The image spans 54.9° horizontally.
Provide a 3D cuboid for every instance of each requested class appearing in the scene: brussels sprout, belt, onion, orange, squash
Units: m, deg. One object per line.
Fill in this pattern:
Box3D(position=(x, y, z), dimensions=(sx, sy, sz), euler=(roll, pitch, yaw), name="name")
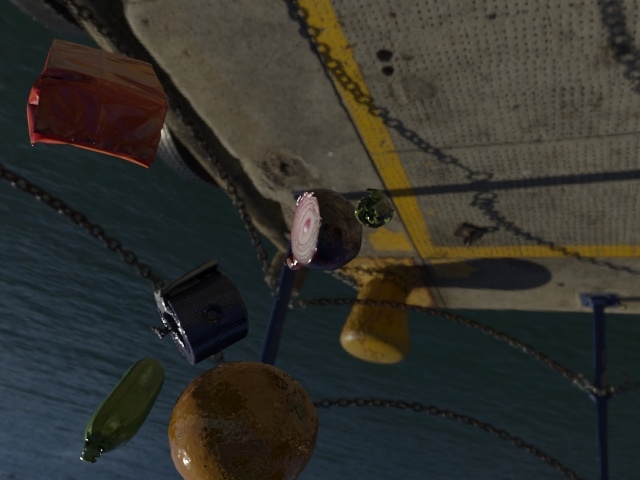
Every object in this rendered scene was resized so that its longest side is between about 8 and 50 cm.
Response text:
Box3D(position=(0.105, -0.058, 1.191), dimensions=(0.085, 0.085, 0.058), euler=(23, 179, -18), name="brussels sprout")
Box3D(position=(-0.199, 0.115, 0.962), dimensions=(0.139, 0.126, 0.230), euler=(66, 161, -3), name="belt")
Box3D(position=(0.000, 0.000, 1.370), dimensions=(0.140, 0.195, 0.218), euler=(5, 135, -32), name="onion")
Box3D(position=(-0.142, 0.354, 1.146), dimensions=(0.274, 0.274, 0.274), euler=(10, 151, 6), name="orange")
Box3D(position=(-0.417, 0.357, 1.330), dimensions=(0.101, 0.101, 0.378), euler=(13, -167, 1), name="squash")

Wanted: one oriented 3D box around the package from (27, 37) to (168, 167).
Box3D(position=(-0.385, -0.250, 1.066), dimensions=(0.196, 0.423, 0.123), euler=(13, 111, -24), name="package")
